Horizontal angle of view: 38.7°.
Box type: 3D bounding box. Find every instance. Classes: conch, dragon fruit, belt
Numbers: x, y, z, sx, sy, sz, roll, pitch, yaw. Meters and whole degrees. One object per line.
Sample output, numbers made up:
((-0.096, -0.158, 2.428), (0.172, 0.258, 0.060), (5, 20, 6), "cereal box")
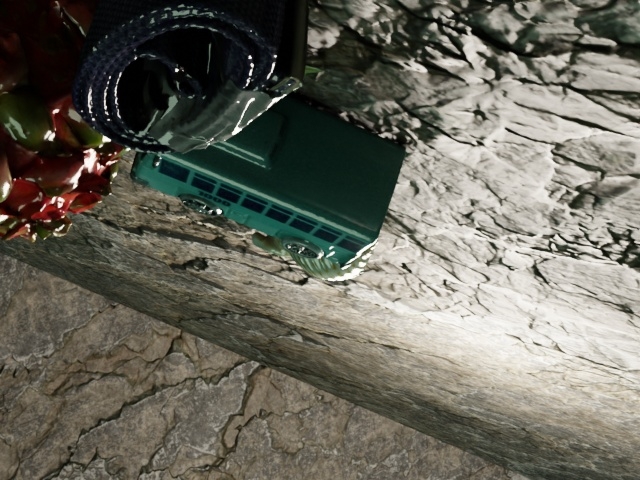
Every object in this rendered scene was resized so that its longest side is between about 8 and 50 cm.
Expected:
((0.004, -0.005, 1.139), (0.153, 0.102, 0.135), (26, 176, 33), "conch")
((-0.288, -0.142, 0.817), (0.237, 0.302, 0.231), (25, -154, 32), "dragon fruit")
((-0.101, -0.160, 0.695), (0.140, 0.126, 0.230), (19, 154, -25), "belt")

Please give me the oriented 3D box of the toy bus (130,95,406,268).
((-0.054, -0.080, 0.937), (0.256, 0.128, 0.147), (23, 161, -10), "toy bus")

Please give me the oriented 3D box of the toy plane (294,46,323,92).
((-0.052, -0.170, 0.803), (0.111, 0.040, 0.102), (30, 160, -23), "toy plane")
